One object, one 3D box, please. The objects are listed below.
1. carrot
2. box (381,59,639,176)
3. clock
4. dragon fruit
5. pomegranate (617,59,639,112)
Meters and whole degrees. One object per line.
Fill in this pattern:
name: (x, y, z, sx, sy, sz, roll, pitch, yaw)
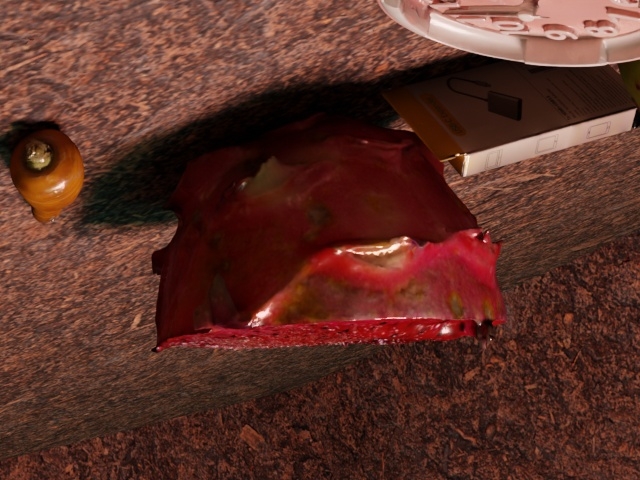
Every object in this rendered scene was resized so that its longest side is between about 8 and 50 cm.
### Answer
carrot: (-0.238, -0.043, 1.278, 0.061, 0.061, 0.257, -18, 171, -12)
box: (0.195, -0.133, 1.453, 0.247, 0.129, 0.033, -16, 135, -21)
clock: (0.139, -0.202, 0.932, 0.241, 0.142, 0.227, 1, 168, 27)
dragon fruit: (0.000, 0.000, 1.450, 0.370, 0.249, 0.386, -8, 171, 25)
pomegranate: (0.369, -0.177, 1.362, 0.231, 0.231, 0.286, -16, -170, -23)
